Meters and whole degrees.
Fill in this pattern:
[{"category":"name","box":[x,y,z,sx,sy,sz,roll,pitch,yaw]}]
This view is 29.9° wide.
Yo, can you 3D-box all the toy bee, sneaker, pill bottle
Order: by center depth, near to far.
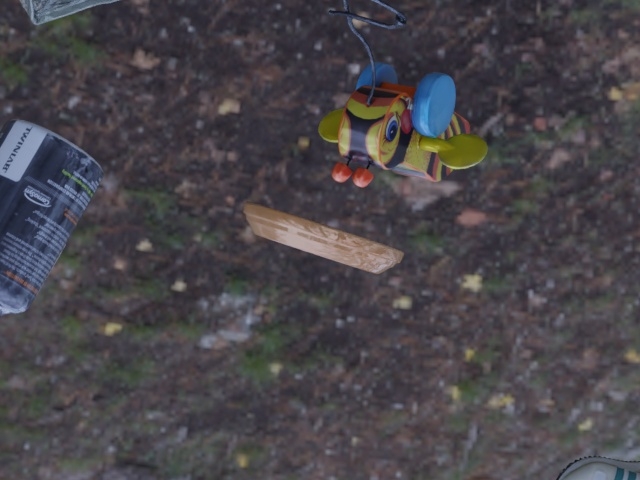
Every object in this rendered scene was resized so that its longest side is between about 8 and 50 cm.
[{"category":"sneaker","box":[0.282,0.242,1.102,0.161,0.057,0.075,8,-160,-36]},{"category":"toy bee","box":[0.065,-0.123,1.317,0.298,0.162,0.195,31,166,-38]},{"category":"pill bottle","box":[-0.361,-0.005,1.373,0.130,0.245,0.130,25,166,7]}]

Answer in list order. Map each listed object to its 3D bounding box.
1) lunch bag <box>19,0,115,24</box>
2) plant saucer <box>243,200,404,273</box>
[{"category":"lunch bag","box":[-0.239,-0.387,1.086,0.169,0.235,0.287,-20,156,-20]},{"category":"plant saucer","box":[0.000,0.000,1.428,0.200,0.037,0.200,17,179,0]}]
